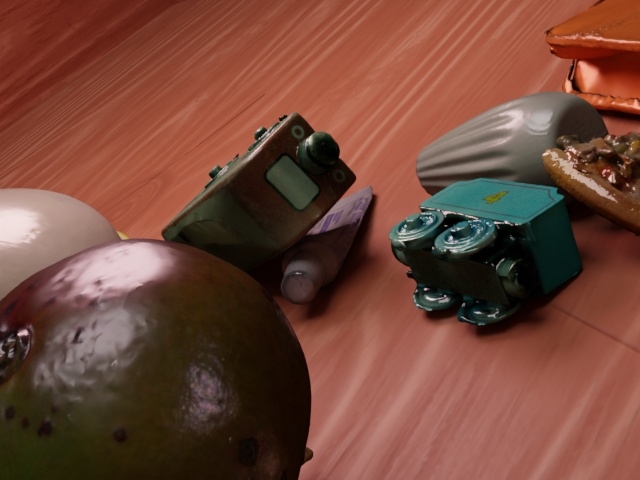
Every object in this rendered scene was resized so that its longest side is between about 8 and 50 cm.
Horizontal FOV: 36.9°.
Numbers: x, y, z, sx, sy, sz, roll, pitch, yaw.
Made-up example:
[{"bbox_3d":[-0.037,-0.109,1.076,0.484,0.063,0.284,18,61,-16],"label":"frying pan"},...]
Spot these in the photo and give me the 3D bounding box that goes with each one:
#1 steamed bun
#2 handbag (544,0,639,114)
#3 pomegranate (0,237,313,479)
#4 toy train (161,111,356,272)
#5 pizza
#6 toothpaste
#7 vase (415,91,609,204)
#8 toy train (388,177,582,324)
[{"bbox_3d":[-0.371,0.097,1.126,0.334,0.334,0.374,-26,24,8],"label":"steamed bun"},{"bbox_3d":[0.489,-0.252,1.123,0.303,0.116,0.410,-33,25,-16],"label":"handbag"},{"bbox_3d":[-0.138,0.166,0.742,0.291,0.323,0.291,-14,33,9],"label":"pomegranate"},{"bbox_3d":[-0.085,-0.046,1.212,0.159,0.129,0.326,-51,12,-30],"label":"toy train"},{"bbox_3d":[0.332,-0.070,0.953,0.185,0.052,0.195,37,44,27],"label":"pizza"},{"bbox_3d":[0.002,0.000,1.223,0.099,0.068,0.282,6,26,9],"label":"toothpaste"},{"bbox_3d":[0.208,-0.094,1.106,0.128,0.128,0.248,-43,19,-28],"label":"vase"},{"bbox_3d":[0.166,0.006,0.977,0.154,0.107,0.198,-32,23,-24],"label":"toy train"}]
